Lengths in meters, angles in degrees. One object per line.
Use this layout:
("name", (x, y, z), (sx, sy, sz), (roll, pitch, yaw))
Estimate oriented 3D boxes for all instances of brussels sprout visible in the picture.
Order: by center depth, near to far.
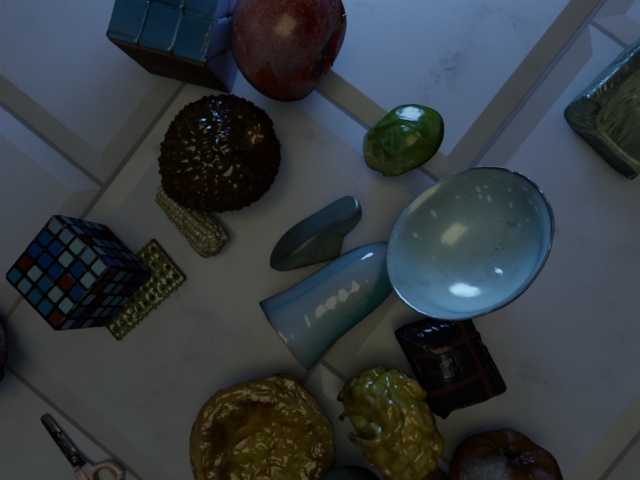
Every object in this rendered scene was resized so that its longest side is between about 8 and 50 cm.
("brussels sprout", (0.185, -0.220, 1.142), (0.181, 0.144, 0.161), (-5, 56, 40))

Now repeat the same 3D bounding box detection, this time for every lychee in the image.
("lychee", (-0.227, -0.181, 1.131), (0.268, 0.267, 0.267), (0, 89, 4))

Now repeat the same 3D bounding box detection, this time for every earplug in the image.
("earplug", (0.047, 0.117, 1.152), (0.324, 0.185, 0.185), (-36, 87, -5))

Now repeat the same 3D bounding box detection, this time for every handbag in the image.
("handbag", (0.282, 0.258, 1.127), (0.169, 0.155, 0.215), (-25, 87, -5))

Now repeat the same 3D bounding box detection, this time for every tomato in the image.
("tomato", (-0.073, -0.443, 1.107), (0.227, 0.270, 0.270), (32, 92, 10))

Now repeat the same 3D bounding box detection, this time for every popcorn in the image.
("popcorn", (0.148, 0.383, 1.090), (0.190, 0.250, 0.250), (-32, 87, -14))

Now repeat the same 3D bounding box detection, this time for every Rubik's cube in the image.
("Rubik's cube", (-0.293, -0.485, 1.144), (0.225, 0.221, 0.231), (16, 90, 5))
("Rubik's cube", (-0.533, 0.074, 1.164), (0.182, 0.187, 0.184), (41, 94, 12))

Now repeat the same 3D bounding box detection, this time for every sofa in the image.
("sofa", (0.672, -0.279, 1.095), (0.210, 0.176, 0.225), (-42, 86, 2))

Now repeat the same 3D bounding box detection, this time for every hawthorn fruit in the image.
("hawthorn fruit", (0.390, 0.524, 1.098), (0.235, 0.263, 0.231), (-21, 49, -7))

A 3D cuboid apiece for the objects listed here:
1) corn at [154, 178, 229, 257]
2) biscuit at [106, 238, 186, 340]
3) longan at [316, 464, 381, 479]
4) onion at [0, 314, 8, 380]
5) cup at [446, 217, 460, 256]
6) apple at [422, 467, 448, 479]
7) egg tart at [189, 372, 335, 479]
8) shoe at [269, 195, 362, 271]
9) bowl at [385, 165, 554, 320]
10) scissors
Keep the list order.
("corn", (-0.306, -0.049, 1.213), (0.211, 0.087, 0.087), (44, 92, 7))
("biscuit", (-0.445, 0.119, 1.252), (0.231, 0.016, 0.139), (-41, 86, 2))
("longan", (0.055, 0.553, 1.039), (0.198, 0.212, 0.198), (-3, 113, -7))
("onion", (-0.879, 0.244, 1.227), (0.280, 0.146, 0.314), (-37, 96, 16))
("cup", (0.325, -0.013, 1.134), (0.134, 0.142, 0.173), (-24, 88, 4))
("apple", (0.196, 0.660, 1.146), (0.179, 0.254, 0.346), (26, 90, 46))
("egg tart", (-0.124, 0.463, 1.169), (0.341, 0.129, 0.341), (0, 89, 2))
("shoe", (0.000, 0.000, 1.187), (0.251, 0.103, 0.100), (-35, 123, 14))
("bowl", (0.292, 0.030, 0.974), (0.313, 0.313, 0.146), (-47, 131, 2))
("scissors", (-0.577, 0.549, 1.251), (0.160, 0.024, 0.317), (-40, 87, 3))
